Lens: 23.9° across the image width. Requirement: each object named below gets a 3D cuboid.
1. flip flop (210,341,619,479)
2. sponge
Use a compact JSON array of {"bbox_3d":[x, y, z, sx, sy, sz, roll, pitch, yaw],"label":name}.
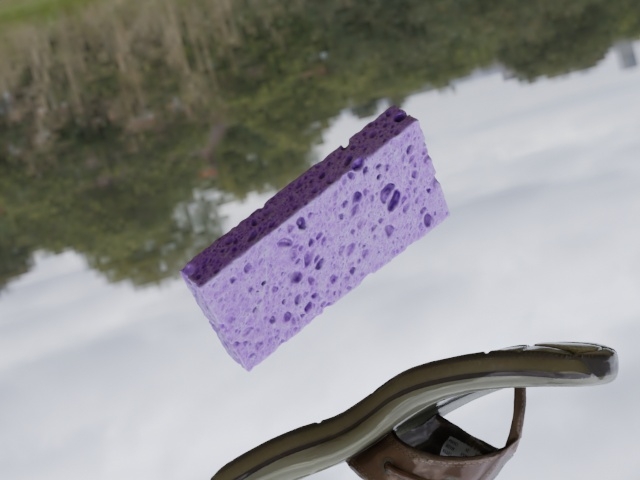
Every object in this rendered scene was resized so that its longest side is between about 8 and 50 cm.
[{"bbox_3d":[0.055,0.123,0.891,0.277,0.080,0.112,-26,166,26],"label":"flip flop"},{"bbox_3d":[0.000,0.000,1.148,0.210,0.117,0.031,-38,-130,-13],"label":"sponge"}]
